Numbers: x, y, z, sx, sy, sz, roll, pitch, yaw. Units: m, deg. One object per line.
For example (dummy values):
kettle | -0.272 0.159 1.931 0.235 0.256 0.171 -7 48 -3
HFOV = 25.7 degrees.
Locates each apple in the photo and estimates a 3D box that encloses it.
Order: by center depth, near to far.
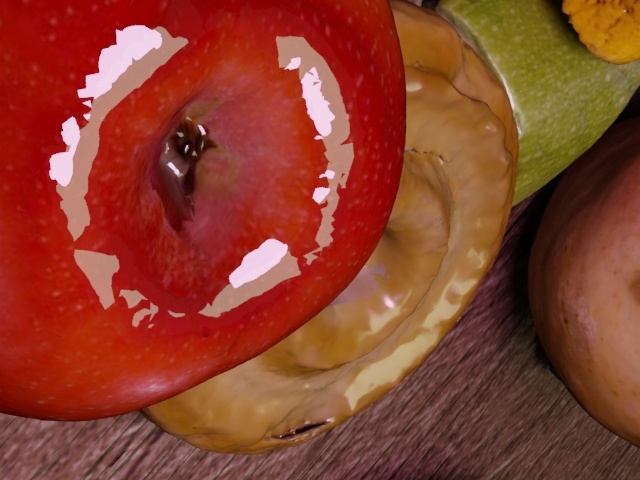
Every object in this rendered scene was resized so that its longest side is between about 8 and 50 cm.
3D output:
apple | -0.090 -0.059 0.569 0.260 0.216 0.260 -14 119 -27

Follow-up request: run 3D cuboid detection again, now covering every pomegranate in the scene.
pomegranate | 0.326 0.005 1.078 0.338 0.338 0.338 -31 137 -34

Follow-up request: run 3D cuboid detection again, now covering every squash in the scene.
squash | 0.185 -0.126 0.988 0.252 0.093 0.169 -30 135 -35

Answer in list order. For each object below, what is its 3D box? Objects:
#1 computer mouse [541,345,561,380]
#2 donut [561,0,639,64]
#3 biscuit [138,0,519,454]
computer mouse | 0.278 0.062 1.277 0.192 0.062 0.106 -36 139 -32
donut | 0.164 -0.192 0.809 0.259 0.152 0.101 14 64 -40
biscuit | 0.000 0.000 0.822 0.296 0.102 0.296 -23 133 -27
